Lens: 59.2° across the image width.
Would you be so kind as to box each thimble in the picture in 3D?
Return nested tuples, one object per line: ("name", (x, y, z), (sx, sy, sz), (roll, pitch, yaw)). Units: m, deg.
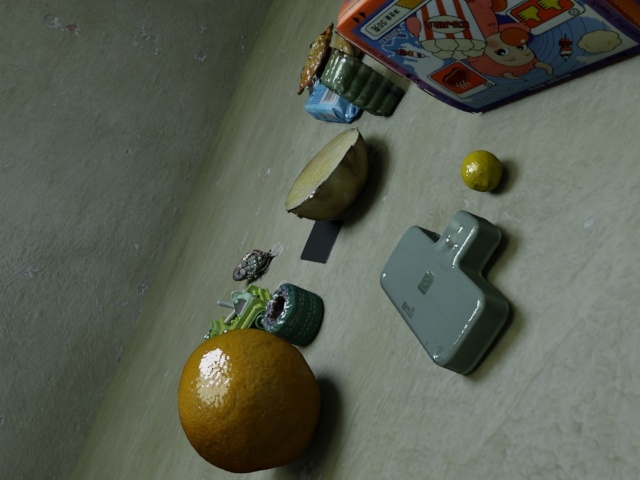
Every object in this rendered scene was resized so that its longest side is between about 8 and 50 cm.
("thimble", (-0.061, 0.157, 1.222), (0.118, 0.090, 0.135), (-53, 23, 19))

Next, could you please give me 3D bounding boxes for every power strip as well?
("power strip", (0.191, 0.051, 0.839), (0.193, 0.059, 0.265), (-62, 23, 16))

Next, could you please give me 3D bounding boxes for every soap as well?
("soap", (0.051, -0.412, 1.584), (0.156, 0.077, 0.293), (-62, 24, 2))

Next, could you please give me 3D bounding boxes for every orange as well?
("orange", (-0.129, 0.282, 1.018), (0.264, 0.264, 0.264), (-46, 29, 35))

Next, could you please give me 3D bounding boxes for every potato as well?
("potato", (0.036, -0.141, 1.297), (0.239, 0.116, 0.299), (-47, 17, 20))

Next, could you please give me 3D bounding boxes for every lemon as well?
("lemon", (0.250, -0.109, 0.877), (0.062, 0.062, 0.083), (-49, 28, 31))

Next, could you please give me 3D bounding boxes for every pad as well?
("pad", (0.000, 0.000, 1.363), (0.157, 0.003, 0.112), (7, 72, 65))

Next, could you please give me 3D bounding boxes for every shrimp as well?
("shrimp", (-0.192, 0.067, 1.619), (0.190, 0.074, 0.073), (-28, 9, 39))

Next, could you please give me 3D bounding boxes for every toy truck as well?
("toy truck", (-0.228, 0.232, 1.440), (0.259, 0.135, 0.128), (-61, 23, 15))

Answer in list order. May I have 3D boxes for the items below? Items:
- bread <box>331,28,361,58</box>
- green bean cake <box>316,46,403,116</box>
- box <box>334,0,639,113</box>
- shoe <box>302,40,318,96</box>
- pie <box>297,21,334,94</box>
("bread", (0.090, -0.613, 1.704), (0.134, 0.081, 0.225), (-30, 42, 60))
("green bean cake", (0.086, -0.375, 1.344), (0.094, 0.182, 0.173), (-59, 26, 15))
("box", (0.263, -0.395, 0.819), (0.349, 0.319, 0.256), (-7, 62, 62))
("shoe", (-0.010, -0.530, 1.787), (0.099, 0.112, 0.227), (-12, 53, 60))
("pie", (-0.013, -0.433, 1.351), (0.191, 0.033, 0.088), (-63, 23, 18))
